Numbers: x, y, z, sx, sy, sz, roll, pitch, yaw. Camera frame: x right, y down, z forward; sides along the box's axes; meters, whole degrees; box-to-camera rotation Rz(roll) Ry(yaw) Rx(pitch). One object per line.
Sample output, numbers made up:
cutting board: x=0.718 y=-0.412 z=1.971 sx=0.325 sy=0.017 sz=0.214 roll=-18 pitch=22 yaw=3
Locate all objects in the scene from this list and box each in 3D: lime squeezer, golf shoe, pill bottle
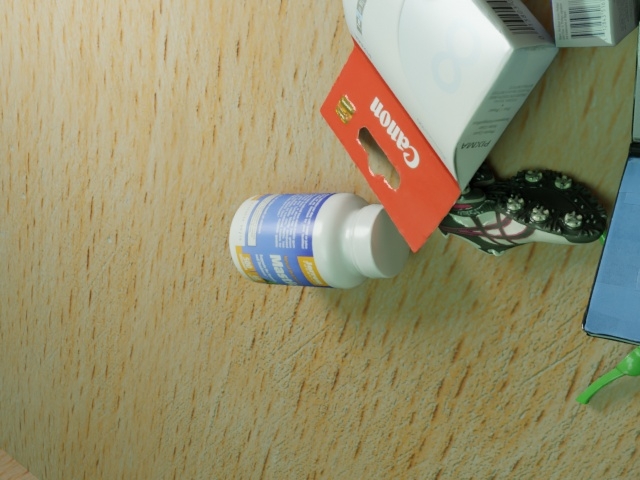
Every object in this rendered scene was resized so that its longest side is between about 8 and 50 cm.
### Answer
lime squeezer: x=0.420 y=0.118 z=1.290 sx=0.110 sy=0.058 sz=0.310 roll=-137 pitch=36 yaw=-55
golf shoe: x=0.272 y=-0.035 z=1.294 sx=0.272 sy=0.105 sz=0.120 roll=18 pitch=141 yaw=36
pill bottle: x=0.000 y=0.000 z=1.476 sx=0.272 sy=0.152 sz=0.152 roll=2 pitch=115 yaw=39

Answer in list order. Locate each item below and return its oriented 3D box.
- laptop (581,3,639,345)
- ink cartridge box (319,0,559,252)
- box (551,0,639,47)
laptop: x=0.495 y=-0.098 z=0.947 sx=0.381 sy=0.236 sz=0.408 roll=9 pitch=120 yaw=27
ink cartridge box: x=0.110 y=-0.212 z=1.241 sx=0.308 sy=0.091 sz=0.385 roll=59 pitch=138 yaw=28
box: x=0.319 y=-0.300 z=1.062 sx=0.072 sy=0.137 sz=0.126 roll=5 pitch=117 yaw=34
